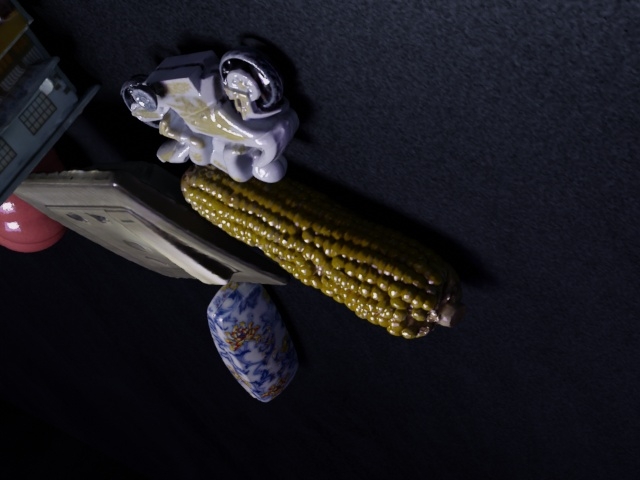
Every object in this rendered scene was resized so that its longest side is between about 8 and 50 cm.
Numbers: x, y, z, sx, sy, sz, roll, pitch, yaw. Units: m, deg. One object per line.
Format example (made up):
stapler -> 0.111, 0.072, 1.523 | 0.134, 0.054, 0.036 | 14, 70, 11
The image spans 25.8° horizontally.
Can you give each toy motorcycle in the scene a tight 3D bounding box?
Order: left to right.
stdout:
toy motorcycle -> -0.093, -0.112, 1.303 | 0.229, 0.074, 0.151 | -8, 129, 48

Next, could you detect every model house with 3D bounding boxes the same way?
model house -> -0.383, -0.142, 1.460 | 0.198, 0.224, 0.215 | 13, 150, 43

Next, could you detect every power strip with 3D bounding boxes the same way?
power strip -> -0.185, -0.031, 1.545 | 0.257, 0.092, 0.251 | 34, 166, -36

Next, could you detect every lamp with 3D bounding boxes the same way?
lamp -> -0.374, -0.075, 1.734 | 0.182, 0.140, 0.182 | 42, 154, 26

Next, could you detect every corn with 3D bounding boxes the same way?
corn -> 0.000, 0.000, 1.382 | 0.320, 0.097, 0.097 | 29, 159, 20

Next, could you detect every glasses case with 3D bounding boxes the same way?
glasses case -> -0.086, 0.130, 1.800 | 0.065, 0.087, 0.248 | 38, 164, 29
